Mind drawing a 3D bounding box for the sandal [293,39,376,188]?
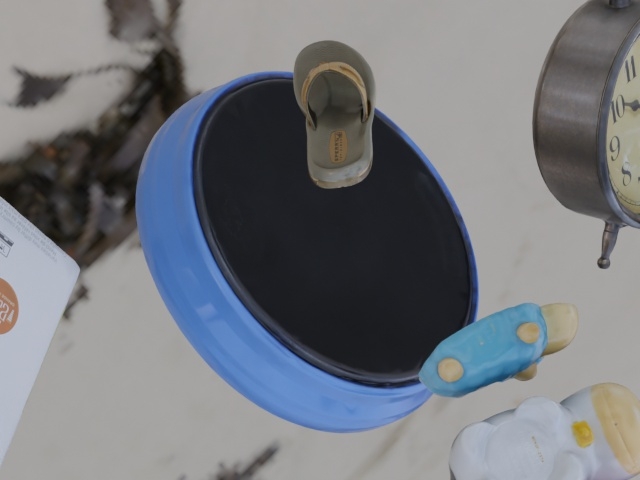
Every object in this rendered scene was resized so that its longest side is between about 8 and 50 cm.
[{"bbox_3d":[0.010,-0.118,1.542,0.072,0.180,0.049,-13,133,9],"label":"sandal"}]

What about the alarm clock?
[{"bbox_3d":[0.168,-0.091,1.003,0.129,0.064,0.192,-36,130,-36],"label":"alarm clock"}]

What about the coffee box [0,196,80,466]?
[{"bbox_3d":[-0.477,0.091,1.550,0.337,0.338,0.334,43,49,-33],"label":"coffee box"}]

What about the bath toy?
[{"bbox_3d":[0.182,0.220,1.249,0.151,0.348,0.129,-16,162,-7],"label":"bath toy"}]

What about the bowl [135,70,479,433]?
[{"bbox_3d":[0.000,0.000,1.823,0.391,0.391,0.077,-12,161,-45],"label":"bowl"}]
